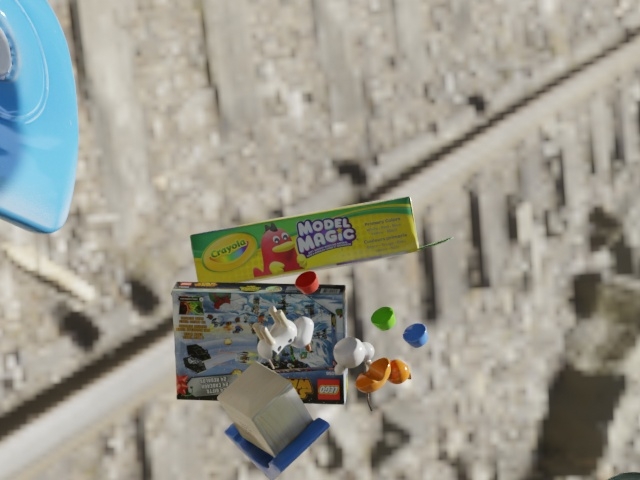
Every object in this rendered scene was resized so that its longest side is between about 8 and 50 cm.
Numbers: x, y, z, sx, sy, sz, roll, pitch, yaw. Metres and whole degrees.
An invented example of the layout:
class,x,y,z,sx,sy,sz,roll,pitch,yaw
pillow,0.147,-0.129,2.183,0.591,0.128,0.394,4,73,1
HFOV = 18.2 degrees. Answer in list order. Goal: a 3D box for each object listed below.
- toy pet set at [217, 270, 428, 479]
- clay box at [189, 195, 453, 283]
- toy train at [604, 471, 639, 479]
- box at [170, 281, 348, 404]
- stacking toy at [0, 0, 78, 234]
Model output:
class,x,y,z,sx,sy,sz,roll,pitch,yaw
toy pet set,0.002,0.093,1.227,0.114,0.122,0.065,-43,128,-17
clay box,0.000,0.000,1.745,0.127,0.222,0.053,151,-72,-88
toy train,0.327,0.180,1.378,0.334,0.190,0.142,-47,150,3
box,-0.047,0.081,1.573,0.027,0.137,0.094,-68,159,-71
stacking toy,-0.300,-0.057,1.113,0.166,0.302,0.175,30,45,-54
